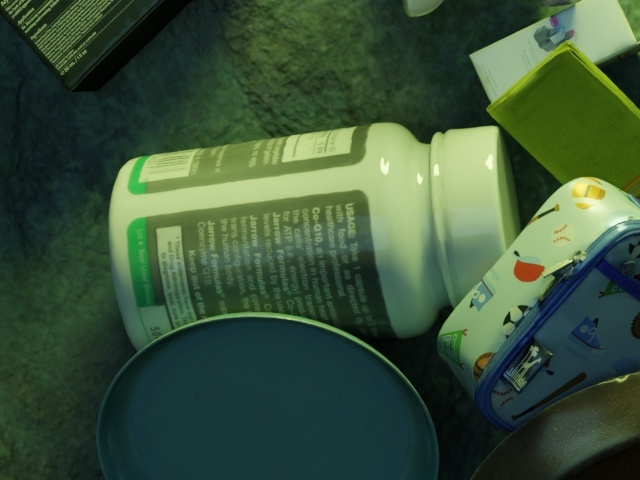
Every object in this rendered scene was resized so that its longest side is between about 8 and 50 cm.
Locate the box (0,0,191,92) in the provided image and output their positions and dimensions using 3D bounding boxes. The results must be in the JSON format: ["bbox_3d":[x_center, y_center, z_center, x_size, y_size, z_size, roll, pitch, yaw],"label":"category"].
[{"bbox_3d":[-0.201,-0.298,1.826,0.261,0.103,0.184,-42,88,11],"label":"box"}]

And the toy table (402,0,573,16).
[{"bbox_3d":[0.139,-0.344,1.703,0.160,0.252,0.274,-7,82,-5],"label":"toy table"}]

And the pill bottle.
[{"bbox_3d":[0.000,0.000,1.748,0.361,0.204,0.204,-7,91,12],"label":"pill bottle"}]

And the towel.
[{"bbox_3d":[0.268,-0.074,1.725,0.102,0.021,0.237,-41,113,17],"label":"towel"}]

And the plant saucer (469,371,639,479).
[{"bbox_3d":[0.272,0.240,1.676,0.310,0.310,0.050,-36,43,11],"label":"plant saucer"}]

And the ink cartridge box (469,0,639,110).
[{"bbox_3d":[0.237,-0.183,1.743,0.181,0.104,0.062,-25,88,11],"label":"ink cartridge box"}]

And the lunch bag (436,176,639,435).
[{"bbox_3d":[0.263,0.084,1.664,0.243,0.303,0.115,-49,42,11],"label":"lunch bag"}]

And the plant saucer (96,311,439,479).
[{"bbox_3d":[-0.048,0.186,1.733,0.317,0.044,0.318,3,124,4],"label":"plant saucer"}]
